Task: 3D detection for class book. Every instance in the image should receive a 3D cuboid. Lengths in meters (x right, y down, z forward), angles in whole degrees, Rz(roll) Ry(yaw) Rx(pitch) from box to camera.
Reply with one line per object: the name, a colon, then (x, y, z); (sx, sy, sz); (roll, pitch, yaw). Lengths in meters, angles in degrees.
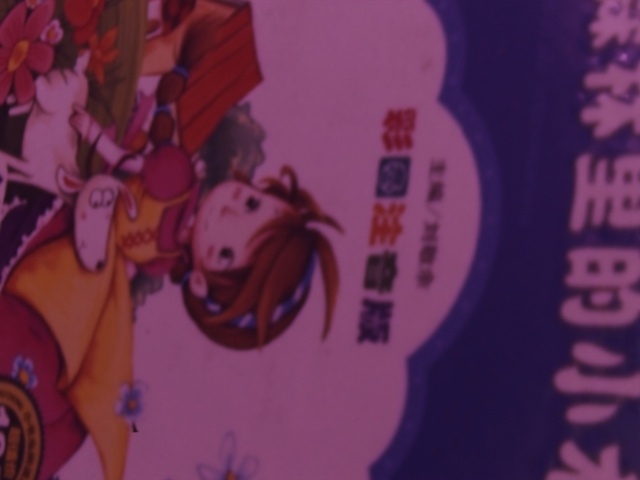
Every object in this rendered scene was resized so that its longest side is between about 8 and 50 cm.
book: (0.000, 0.000, 0.474); (0.322, 0.018, 0.228); (-1, 78, 38)
